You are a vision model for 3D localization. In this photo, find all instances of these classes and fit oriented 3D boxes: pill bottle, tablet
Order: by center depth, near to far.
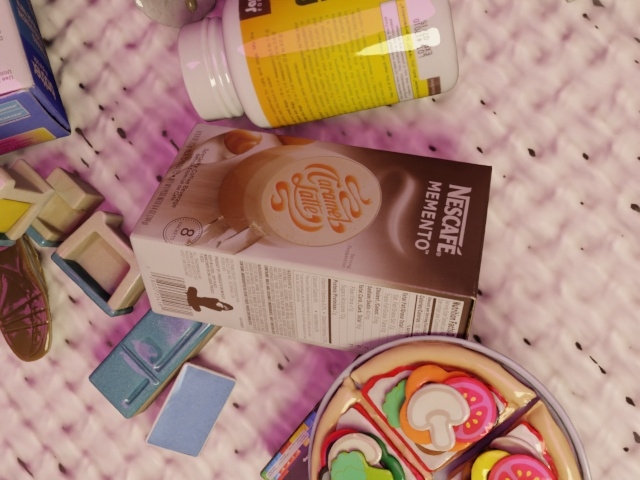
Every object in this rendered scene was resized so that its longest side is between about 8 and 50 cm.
[{"bbox_3d":[-0.002,-0.159,0.594,0.215,0.117,0.117,-11,86,9],"label":"pill bottle"},{"bbox_3d":[-0.116,0.152,0.647,0.054,0.006,0.083,25,95,-26],"label":"tablet"}]

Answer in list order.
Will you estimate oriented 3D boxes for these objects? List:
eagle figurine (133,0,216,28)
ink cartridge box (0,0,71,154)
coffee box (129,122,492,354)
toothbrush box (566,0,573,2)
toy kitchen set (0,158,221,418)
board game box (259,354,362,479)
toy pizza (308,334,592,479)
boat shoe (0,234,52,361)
[{"bbox_3d":[-0.160,-0.345,0.577,0.298,0.226,0.225,46,103,14],"label":"eagle figurine"},{"bbox_3d":[-0.393,-0.194,0.619,0.270,0.151,0.395,-17,83,-7],"label":"ink cartridge box"},{"bbox_3d":[0.000,0.000,0.567,0.247,0.098,0.141,9,48,10],"label":"coffee box"},{"bbox_3d":[0.299,-0.310,0.502,0.283,0.206,0.122,-22,85,8],"label":"toothbrush box"},{"bbox_3d":[-0.211,0.044,0.600,0.207,0.166,0.122,43,95,9],"label":"toy kitchen set"},{"bbox_3d":[0.057,0.176,0.609,0.141,0.048,0.170,41,95,7],"label":"board game box"},{"bbox_3d":[0.078,0.166,0.491,0.201,0.032,0.201,0,91,26],"label":"toy pizza"},{"bbox_3d":[-0.274,0.046,0.673,0.050,0.045,0.135,-17,81,1],"label":"boat shoe"}]
